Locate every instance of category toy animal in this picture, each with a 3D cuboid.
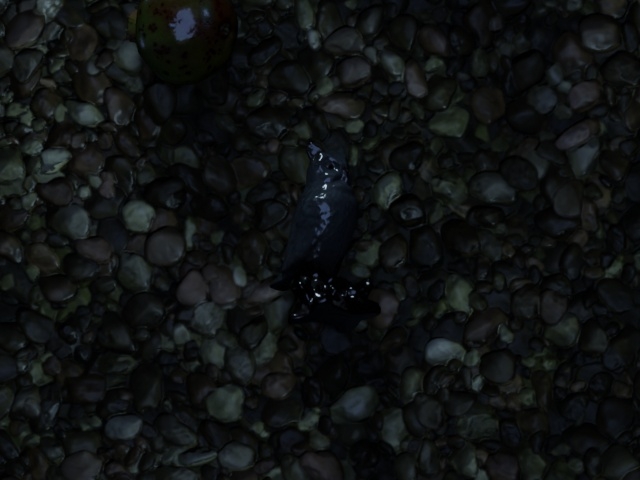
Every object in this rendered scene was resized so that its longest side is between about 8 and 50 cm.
[{"bbox_3d":[-0.002,-0.003,1.481,0.117,0.121,0.210,-14,72,42],"label":"toy animal"}]

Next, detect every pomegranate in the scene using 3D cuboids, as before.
[{"bbox_3d":[-0.156,-0.237,1.431,0.130,0.130,0.130,0,93,-2],"label":"pomegranate"}]
